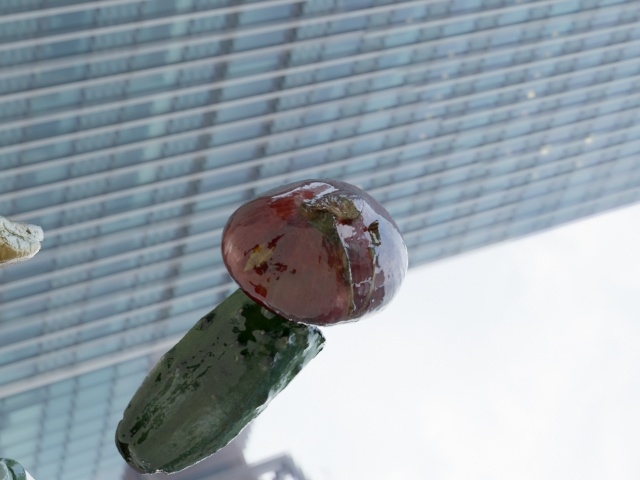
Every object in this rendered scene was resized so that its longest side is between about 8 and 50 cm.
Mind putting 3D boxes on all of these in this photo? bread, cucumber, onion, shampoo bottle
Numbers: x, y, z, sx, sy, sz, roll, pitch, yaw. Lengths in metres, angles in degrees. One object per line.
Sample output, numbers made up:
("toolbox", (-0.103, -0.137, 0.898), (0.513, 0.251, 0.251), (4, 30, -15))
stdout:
("bread", (-0.517, 0.007, 2.572), (0.106, 0.125, 0.082), (-5, -100, 29))
("cucumber", (-0.145, 0.200, 2.205), (0.105, 0.325, 0.145), (43, -8, 46))
("onion", (-0.004, 0.006, 2.080), (0.248, 0.248, 0.161), (29, -63, 46))
("shampoo bottle", (-0.381, 0.307, 1.969), (0.065, 0.065, 0.204), (61, -8, 19))
